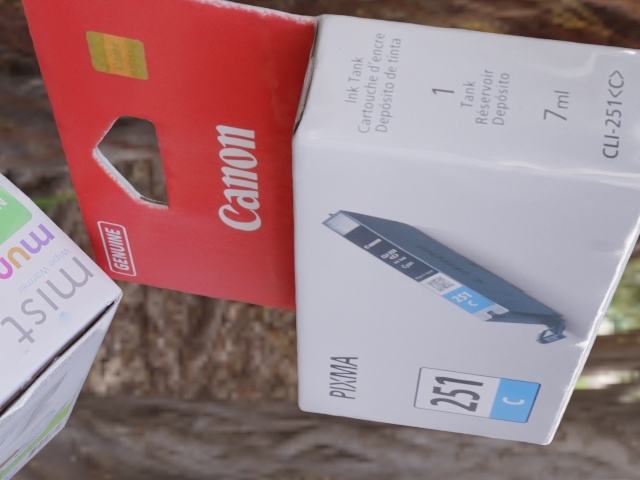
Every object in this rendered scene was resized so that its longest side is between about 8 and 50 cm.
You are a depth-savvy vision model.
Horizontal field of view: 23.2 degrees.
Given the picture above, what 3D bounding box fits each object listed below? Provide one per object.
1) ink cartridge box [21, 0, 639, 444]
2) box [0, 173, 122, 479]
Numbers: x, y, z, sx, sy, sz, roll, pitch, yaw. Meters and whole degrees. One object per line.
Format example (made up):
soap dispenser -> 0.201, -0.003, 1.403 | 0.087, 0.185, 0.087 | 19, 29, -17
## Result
ink cartridge box -> 0.000, 0.000, 0.716 | 0.296, 0.261, 0.066 | 90, 10, -63
box -> -0.251, 0.113, 0.840 | 0.262, 0.127, 0.231 | -44, 174, -28
